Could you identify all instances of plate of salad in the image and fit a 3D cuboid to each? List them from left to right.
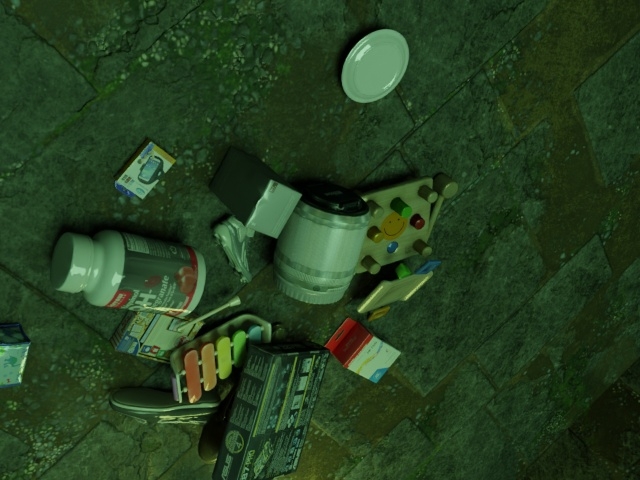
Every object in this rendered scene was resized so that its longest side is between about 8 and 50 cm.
[{"bbox_3d":[0.134,-0.441,1.809,0.200,0.048,0.199,-21,138,-20],"label":"plate of salad"}]

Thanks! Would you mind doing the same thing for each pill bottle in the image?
[{"bbox_3d":[-0.441,0.072,1.655,0.319,0.176,0.176,13,109,-39],"label":"pill bottle"}]

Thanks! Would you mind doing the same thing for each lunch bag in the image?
[{"bbox_3d":[-0.751,0.263,1.621,0.151,0.096,0.128,-3,120,-44],"label":"lunch bag"}]

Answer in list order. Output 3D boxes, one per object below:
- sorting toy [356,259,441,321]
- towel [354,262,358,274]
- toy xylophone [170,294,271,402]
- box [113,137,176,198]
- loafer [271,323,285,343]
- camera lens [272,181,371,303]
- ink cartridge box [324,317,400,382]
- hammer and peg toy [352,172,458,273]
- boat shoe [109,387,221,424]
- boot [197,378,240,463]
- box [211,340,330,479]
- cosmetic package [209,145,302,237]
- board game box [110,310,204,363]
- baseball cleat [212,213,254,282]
[{"bbox_3d":[0.217,0.143,2.162,0.196,0.047,0.347,-10,152,-36],"label":"sorting toy"},{"bbox_3d":[0.073,0.013,2.012,0.027,0.110,0.148,-14,122,-29],"label":"towel"},{"bbox_3d":[-0.279,0.287,1.922,0.323,0.081,0.236,-33,142,-25],"label":"toy xylophone"},{"bbox_3d":[-0.404,-0.157,1.637,0.136,0.028,0.081,-51,133,1],"label":"box"},{"bbox_3d":[-0.129,0.311,2.100,0.056,0.050,0.147,-3,119,-33],"label":"loafer"},{"bbox_3d":[0.000,0.000,1.877,0.220,0.219,0.274,-1,118,-34],"label":"camera lens"},{"bbox_3d":[0.133,0.349,2.283,0.231,0.078,0.134,34,96,-42],"label":"ink cartridge box"},{"bbox_3d":[0.253,-0.053,2.077,0.362,0.127,0.265,-16,125,-26],"label":"hammer and peg toy"},{"bbox_3d":[-0.423,0.466,1.959,0.335,0.112,0.095,10,107,-41],"label":"boat shoe"},{"bbox_3d":[-0.269,0.510,2.065,0.305,0.112,0.115,-59,172,2],"label":"boot"},{"bbox_3d":[-0.130,0.488,2.046,0.318,0.097,0.394,8,98,-61],"label":"box"},{"bbox_3d":[-0.157,-0.116,1.685,0.107,0.238,0.127,22,105,-41],"label":"cosmetic package"},{"bbox_3d":[-0.421,0.236,1.860,0.194,0.045,0.146,27,101,-42],"label":"board game box"},{"bbox_3d":[-0.200,0.021,1.857,0.109,0.072,0.205,-39,136,-16],"label":"baseball cleat"}]
